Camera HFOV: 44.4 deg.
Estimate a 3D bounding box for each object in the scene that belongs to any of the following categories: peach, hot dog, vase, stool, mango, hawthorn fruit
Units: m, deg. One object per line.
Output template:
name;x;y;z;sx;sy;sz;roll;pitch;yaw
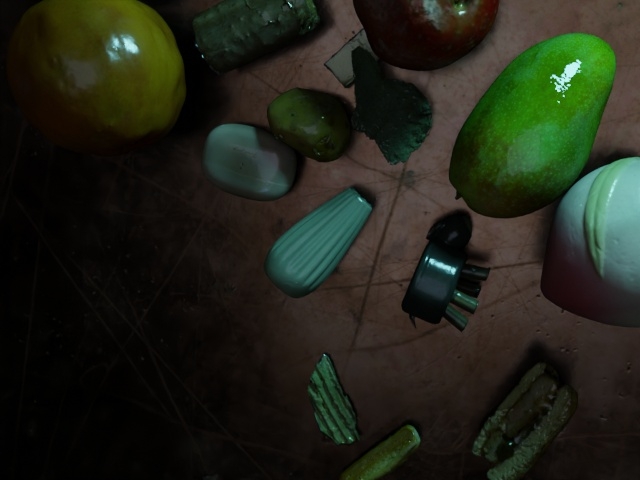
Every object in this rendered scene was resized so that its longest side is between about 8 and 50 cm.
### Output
peach;-0.423;-0.311;1.511;0.343;0.343;0.302;-14;95;15
hot dog;0.132;0.476;1.683;0.215;0.047;0.066;-43;52;16
vase;0.000;0.000;1.587;0.128;0.128;0.248;44;98;2
stool;0.250;0.068;1.522;0.139;0.153;0.228;23;105;8
mango;0.392;-0.206;1.419;0.225;0.201;0.382;40;97;26
hawthorn fruit;0.193;-0.440;1.395;0.284;0.284;0.284;2;101;12

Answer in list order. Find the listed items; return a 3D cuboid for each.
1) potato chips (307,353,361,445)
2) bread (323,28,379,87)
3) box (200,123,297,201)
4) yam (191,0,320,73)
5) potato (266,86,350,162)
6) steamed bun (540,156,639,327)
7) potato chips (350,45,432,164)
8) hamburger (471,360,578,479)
potato chips;0.018;0.352;1.695;0.092;0.028;0.207;-22;97;14
bread;0.084;-0.372;1.542;0.153;0.028;0.068;-40;91;16
box;-0.147;-0.159;1.604;0.200;0.088;0.146;18;103;10
yam;-0.122;-0.430;1.529;0.238;0.128;0.129;-22;129;21
potato;-0.020;-0.231;1.541;0.176;0.137;0.137;27;106;-5
steamed bun;0.518;0.022;1.377;0.309;0.309;0.309;2;101;12
potato chips;0.122;-0.266;1.520;0.228;0.059;0.167;42;134;-8
hamburger;0.418;0.370;1.556;0.124;0.131;0.262;50;116;36
